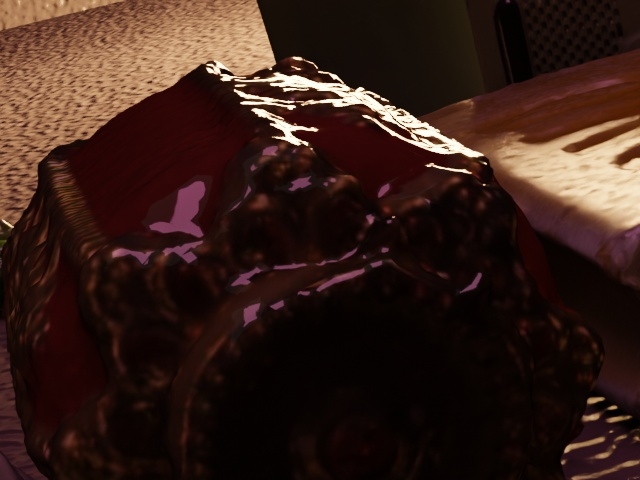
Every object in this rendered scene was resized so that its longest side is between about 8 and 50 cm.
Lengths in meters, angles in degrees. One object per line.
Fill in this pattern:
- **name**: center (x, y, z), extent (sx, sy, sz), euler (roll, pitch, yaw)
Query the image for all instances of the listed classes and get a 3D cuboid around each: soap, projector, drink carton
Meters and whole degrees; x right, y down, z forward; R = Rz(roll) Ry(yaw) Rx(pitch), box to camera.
- **soap**: center (0.149, -0.016, 0.794), extent (0.173, 0.089, 0.274), euler (-19, 15, -12)
- **projector**: center (0.190, -0.134, 1.042), extent (0.177, 0.163, 0.242), euler (-8, 18, 15)
- **drink carton**: center (0.032, -0.146, 1.171), extent (0.185, 0.190, 0.191), euler (-17, 16, -13)

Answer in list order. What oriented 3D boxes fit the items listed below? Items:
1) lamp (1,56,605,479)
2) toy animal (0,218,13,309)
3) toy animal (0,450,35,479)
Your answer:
- **lamp**: center (-0.016, 0.031, 0.612), extent (0.177, 0.177, 0.274), euler (-16, 15, -9)
- **toy animal**: center (-0.152, 0.008, 1.070), extent (0.216, 0.041, 0.075), euler (-15, 16, -19)
- **toy animal**: center (-0.129, 0.116, 0.599), extent (0.104, 0.130, 0.221), euler (-51, -3, -13)
